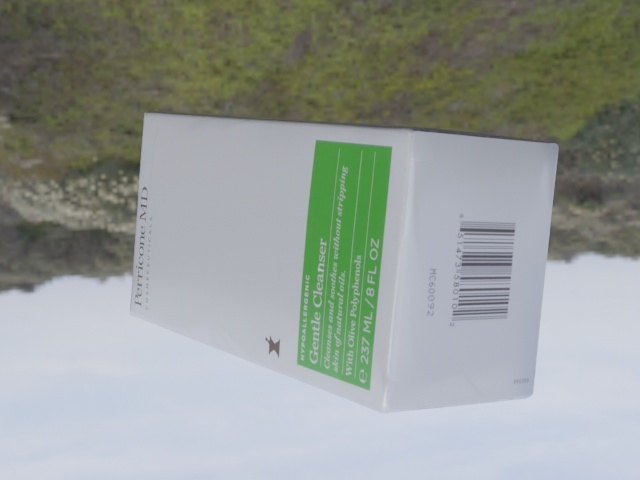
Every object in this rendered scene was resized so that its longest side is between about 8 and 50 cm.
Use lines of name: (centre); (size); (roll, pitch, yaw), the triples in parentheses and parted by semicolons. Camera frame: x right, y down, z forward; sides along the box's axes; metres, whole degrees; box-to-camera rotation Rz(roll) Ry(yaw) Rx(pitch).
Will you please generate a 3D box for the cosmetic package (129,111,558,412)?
cosmetic package: (0.000, 0.000, 0.912); (0.155, 0.197, 0.365); (1, -175, -38)
